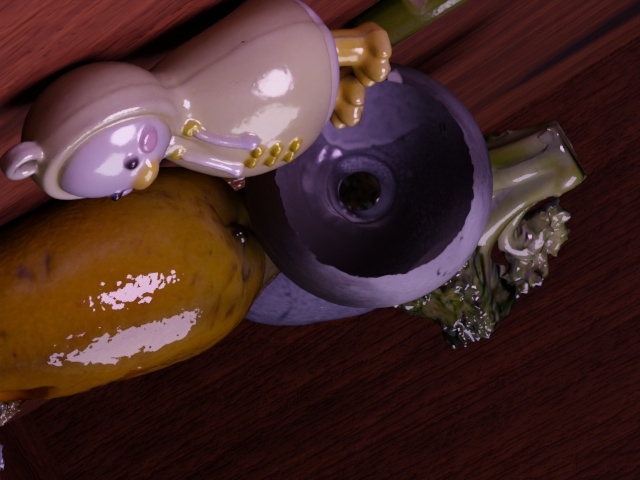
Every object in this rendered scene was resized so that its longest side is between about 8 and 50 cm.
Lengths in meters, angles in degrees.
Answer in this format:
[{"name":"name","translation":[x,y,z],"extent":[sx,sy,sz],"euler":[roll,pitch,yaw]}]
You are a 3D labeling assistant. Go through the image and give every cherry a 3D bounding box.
[{"name":"cherry","translation":[0.000,0.000,2.434],"extent":[0.296,0.218,0.255],"euler":[-25,-176,10]}]

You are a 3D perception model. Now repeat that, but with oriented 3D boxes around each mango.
[{"name":"mango","translation":[-0.223,0.046,1.714],"extent":[0.365,0.182,0.253],"euler":[-16,176,-20]}]

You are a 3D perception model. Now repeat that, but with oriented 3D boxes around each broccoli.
[{"name":"broccoli","translation":[0.149,-0.045,2.211],"extent":[0.317,0.277,0.338],"euler":[-6,132,-2]}]

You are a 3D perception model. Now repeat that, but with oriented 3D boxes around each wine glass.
[{"name":"wine glass","translation":[0.045,-0.054,1.724],"extent":[0.238,0.238,0.323],"euler":[-30,-178,-3]}]

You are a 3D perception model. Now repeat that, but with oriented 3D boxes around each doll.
[{"name":"doll","translation":[-0.085,-0.085,1.265],"extent":[0.296,0.117,0.141],"euler":[-28,167,-35]}]

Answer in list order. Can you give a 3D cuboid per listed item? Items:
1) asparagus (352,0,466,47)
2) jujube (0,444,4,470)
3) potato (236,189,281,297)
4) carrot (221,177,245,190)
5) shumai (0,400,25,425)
[{"name":"asparagus","translation":[0.106,-0.217,1.607],"extent":[0.178,0.045,0.041],"euler":[-30,-149,23]},{"name":"jujube","translation":[-0.427,0.194,1.513],"extent":[0.308,0.215,0.246],"euler":[1,121,-31]},{"name":"potato","translation":[-0.149,0.019,2.044],"extent":[0.235,0.160,0.178],"euler":[-18,161,-2]},{"name":"carrot","translation":[-0.121,-0.065,1.958],"extent":[0.224,0.057,0.057],"euler":[-24,177,5]},{"name":"shumai","translation":[-0.361,0.132,1.963],"extent":[0.184,0.142,0.184],"euler":[-32,175,-3]}]
